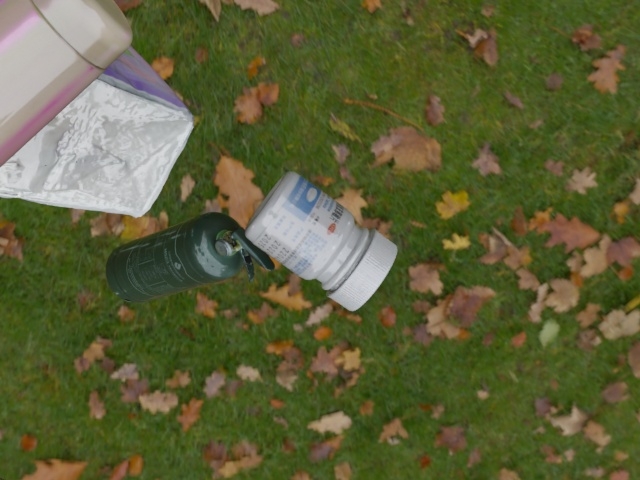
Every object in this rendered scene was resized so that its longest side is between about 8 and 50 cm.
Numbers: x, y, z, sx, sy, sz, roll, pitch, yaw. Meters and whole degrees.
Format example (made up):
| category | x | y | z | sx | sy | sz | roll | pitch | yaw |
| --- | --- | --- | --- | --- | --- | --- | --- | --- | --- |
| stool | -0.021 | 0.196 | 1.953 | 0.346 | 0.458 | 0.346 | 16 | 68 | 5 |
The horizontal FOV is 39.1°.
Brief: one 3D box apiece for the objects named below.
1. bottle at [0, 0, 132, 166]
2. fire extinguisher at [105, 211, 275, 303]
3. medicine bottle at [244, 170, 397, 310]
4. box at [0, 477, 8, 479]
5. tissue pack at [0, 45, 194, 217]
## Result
| category | x | y | z | sx | sy | sz | roll | pitch | yaw |
| --- | --- | --- | --- | --- | --- | --- | --- | --- | --- |
| bottle | -0.114 | -0.056 | 0.319 | 0.096 | 0.045 | 0.045 | -39 | 116 | 9 |
| fire extinguisher | -0.184 | 0.027 | 1.263 | 0.311 | 0.095 | 0.114 | -19 | 99 | 47 |
| medicine bottle | 0.000 | 0.000 | 1.107 | 0.168 | 0.105 | 0.105 | 36 | 107 | -9 |
| box | -0.154 | 0.171 | 0.318 | 0.212 | 0.095 | 0.168 | 2 | 103 | 38 |
| tissue pack | -0.316 | -0.174 | 0.975 | 0.242 | 0.338 | 0.160 | 15 | 112 | -40 |
